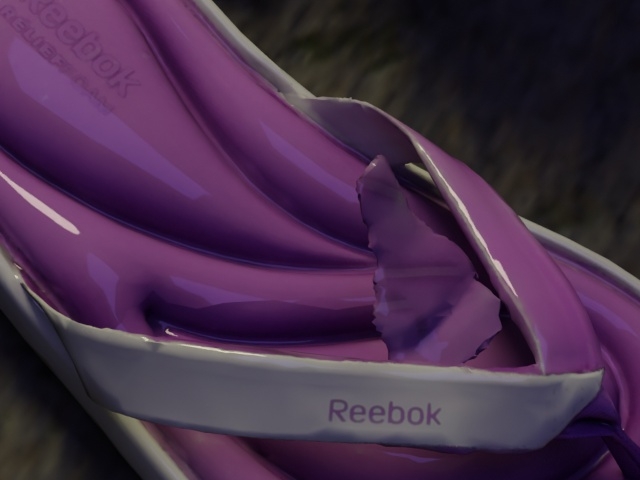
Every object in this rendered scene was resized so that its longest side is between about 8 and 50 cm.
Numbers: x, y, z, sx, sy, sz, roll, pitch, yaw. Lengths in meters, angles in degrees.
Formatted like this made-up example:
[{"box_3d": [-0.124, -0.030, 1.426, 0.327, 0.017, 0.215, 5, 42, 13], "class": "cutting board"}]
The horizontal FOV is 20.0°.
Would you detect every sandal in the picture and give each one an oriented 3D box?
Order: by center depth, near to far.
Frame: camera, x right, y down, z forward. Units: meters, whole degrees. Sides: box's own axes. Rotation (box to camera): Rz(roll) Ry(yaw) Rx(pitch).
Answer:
[{"box_3d": [-0.009, 0.011, 0.585, 0.416, 0.102, 0.169, 35, 68, 12], "class": "sandal"}]
